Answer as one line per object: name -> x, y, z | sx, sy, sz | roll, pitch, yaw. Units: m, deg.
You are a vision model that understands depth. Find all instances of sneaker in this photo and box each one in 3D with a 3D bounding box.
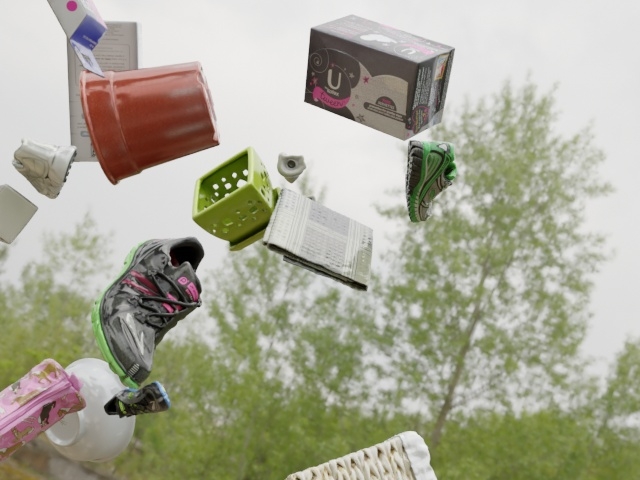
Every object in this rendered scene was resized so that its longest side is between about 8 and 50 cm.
sneaker -> -0.379, 0.338, 1.694 | 0.188, 0.078, 0.067 | -16, -82, 40
sneaker -> -0.601, -0.164, 1.771 | 0.118, 0.110, 0.292 | 19, -14, -18
sneaker -> -0.390, 0.137, 1.930 | 0.202, 0.482, 0.185 | -18, -55, 19
sneaker -> 0.323, -0.162, 2.395 | 0.146, 0.134, 0.343 | -1, -30, 1

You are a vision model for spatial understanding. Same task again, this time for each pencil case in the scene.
pencil case -> -0.724, 0.423, 1.851 | 0.167, 0.386, 0.160 | 25, -44, 35

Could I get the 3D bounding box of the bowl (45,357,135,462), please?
bowl -> -0.665, 0.479, 2.245 | 0.298, 0.297, 0.134 | 18, 11, 24

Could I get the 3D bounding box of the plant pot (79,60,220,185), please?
plant pot -> -0.382, -0.290, 1.898 | 0.265, 0.272, 0.272 | -14, -21, -2

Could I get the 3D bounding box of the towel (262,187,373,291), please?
towel -> 0.000, 0.000, 2.317 | 0.312, 0.324, 0.056 | 25, -59, -8

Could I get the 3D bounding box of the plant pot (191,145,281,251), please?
plant pot -> -0.242, -0.113, 2.517 | 0.228, 0.227, 0.207 | -29, -56, 17

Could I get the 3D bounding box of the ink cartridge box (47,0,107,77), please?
ink cartridge box -> -0.508, -0.502, 1.596 | 0.176, 0.069, 0.370 | -114, 178, -84

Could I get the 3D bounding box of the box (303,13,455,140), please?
box -> 0.106, -0.315, 1.576 | 0.247, 0.142, 0.163 | 27, -53, 29

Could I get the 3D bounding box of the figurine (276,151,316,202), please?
figurine -> -0.078, -0.166, 2.588 | 0.092, 0.214, 0.209 | -15, -3, -4

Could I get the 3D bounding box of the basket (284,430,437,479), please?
basket -> 0.068, 0.568, 1.524 | 0.267, 0.331, 0.328 | -9, -22, -21

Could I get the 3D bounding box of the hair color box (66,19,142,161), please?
hair color box -> -0.578, -0.401, 2.218 | 0.186, 0.374, 0.113 | 0, 12, -6

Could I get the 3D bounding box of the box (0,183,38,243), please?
box -> -0.747, -0.063, 1.915 | 0.094, 0.113, 0.275 | 40, -14, -23
